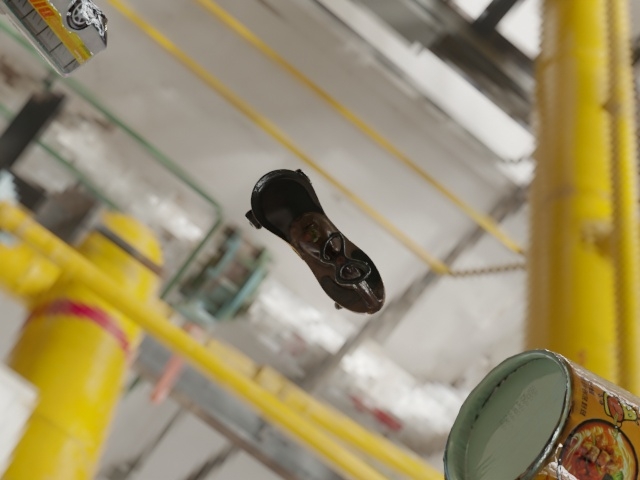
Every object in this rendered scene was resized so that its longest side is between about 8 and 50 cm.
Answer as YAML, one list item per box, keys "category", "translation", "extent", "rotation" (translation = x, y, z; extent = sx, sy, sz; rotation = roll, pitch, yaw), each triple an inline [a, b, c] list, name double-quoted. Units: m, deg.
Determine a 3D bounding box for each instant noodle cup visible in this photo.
- category: "instant noodle cup"
  translation: [0.229, 0.212, 1.751]
  extent: [0.216, 0.172, 0.215]
  rotation: [-41, -153, 27]

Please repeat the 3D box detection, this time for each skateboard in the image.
- category: "skateboard"
  translation: [0.000, 0.000, 1.614]
  extent: [0.067, 0.151, 0.080]
  rotation: [-41, 164, -5]

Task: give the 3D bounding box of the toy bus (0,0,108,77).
- category: "toy bus"
  translation: [-0.261, -0.224, 1.717]
  extent: [0.072, 0.172, 0.057]
  rotation: [-43, -134, -3]
